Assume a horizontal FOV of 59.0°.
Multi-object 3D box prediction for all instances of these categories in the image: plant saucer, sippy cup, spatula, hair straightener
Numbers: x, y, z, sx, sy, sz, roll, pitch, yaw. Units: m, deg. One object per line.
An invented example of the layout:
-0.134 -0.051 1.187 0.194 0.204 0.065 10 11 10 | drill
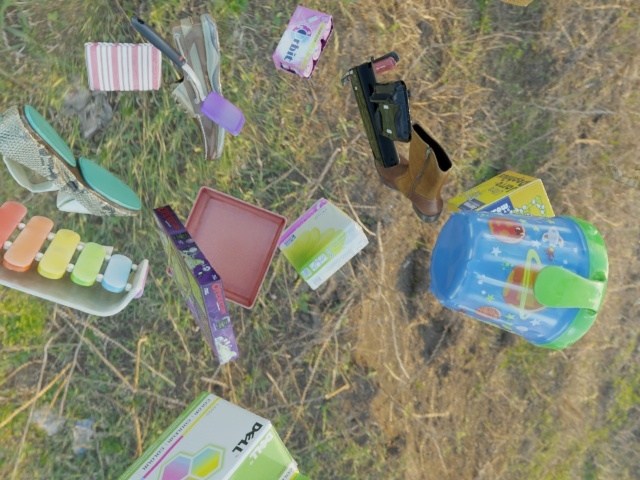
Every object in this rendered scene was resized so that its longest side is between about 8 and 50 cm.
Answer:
-0.247 0.018 1.516 0.258 0.048 0.259 21 86 9 | plant saucer
0.317 0.051 0.967 0.223 0.240 0.305 13 149 -10 | sippy cup
-0.265 -0.334 1.142 0.030 0.084 0.296 -22 125 34 | spatula
0.158 -0.558 1.842 0.047 0.230 0.089 51 46 -25 | hair straightener

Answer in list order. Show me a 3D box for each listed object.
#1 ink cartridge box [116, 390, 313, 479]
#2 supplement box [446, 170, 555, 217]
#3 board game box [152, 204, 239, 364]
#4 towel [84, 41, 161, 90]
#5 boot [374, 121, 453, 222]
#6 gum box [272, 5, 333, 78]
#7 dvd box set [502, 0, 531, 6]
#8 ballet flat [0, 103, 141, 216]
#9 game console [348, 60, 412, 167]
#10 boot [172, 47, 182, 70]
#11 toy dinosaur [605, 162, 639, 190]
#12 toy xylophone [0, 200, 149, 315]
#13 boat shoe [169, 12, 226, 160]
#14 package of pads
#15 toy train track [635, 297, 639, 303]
-0.092 0.290 0.600 0.189 0.255 0.097 -45 125 -34 | ink cartridge box
0.510 0.025 1.483 0.195 0.194 0.357 -27 104 1 | supplement box
-0.276 0.084 1.227 0.056 0.347 0.208 -17 126 -24 | board game box
-0.540 -0.478 1.555 0.196 0.029 0.144 -7 141 -22 | towel
0.220 -0.196 1.416 0.096 0.264 0.280 -26 155 -5 | boot
-0.050 -0.556 1.598 0.107 0.062 0.189 22 79 12 | gum box
0.372 -0.556 0.883 0.062 0.420 0.308 13 108 7 | dvd box set
-0.718 -0.181 1.577 0.182 0.164 0.483 -33 145 5 | ballet flat
0.124 -0.237 1.089 0.043 0.361 0.213 -19 105 -1 | game console
-0.377 -0.552 1.654 0.106 0.037 0.114 0 111 -17 | boot
0.616 -0.091 0.998 0.112 0.211 0.064 -20 119 -40 | toy dinosaur
-0.471 0.021 1.004 0.322 0.236 0.081 20 111 -27 | toy xylophone
-0.281 -0.342 1.290 0.116 0.123 0.325 -7 110 -12 | boat shoe
0.000 0.000 1.748 0.229 0.296 0.101 -41 118 -1 | package of pads
0.421 0.076 0.710 0.048 0.083 0.014 -20 105 34 | toy train track
